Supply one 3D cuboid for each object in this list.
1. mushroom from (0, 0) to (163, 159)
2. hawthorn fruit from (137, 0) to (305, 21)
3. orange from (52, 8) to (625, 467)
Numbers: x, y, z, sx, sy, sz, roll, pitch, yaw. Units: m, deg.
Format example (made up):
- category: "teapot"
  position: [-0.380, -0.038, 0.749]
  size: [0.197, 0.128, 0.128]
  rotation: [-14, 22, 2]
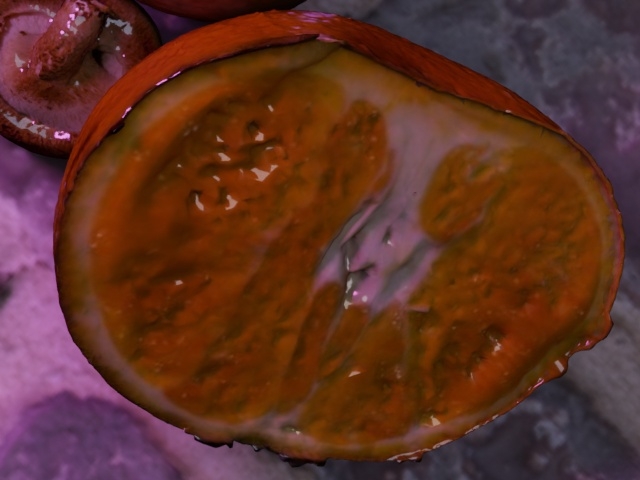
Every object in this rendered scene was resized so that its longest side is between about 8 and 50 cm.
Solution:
- category: "mushroom"
  position: [-0.155, -0.104, 1.120]
  size: [0.127, 0.087, 0.127]
  rotation: [4, 113, 8]
- category: "hawthorn fruit"
  position: [-0.081, -0.265, 1.045]
  size: [0.298, 0.277, 0.277]
  rotation: [1, 85, -43]
- category: "orange"
  position: [0.000, -0.004, 1.071]
  size: [0.310, 0.274, 0.274]
  rotation: [-11, 88, -51]
